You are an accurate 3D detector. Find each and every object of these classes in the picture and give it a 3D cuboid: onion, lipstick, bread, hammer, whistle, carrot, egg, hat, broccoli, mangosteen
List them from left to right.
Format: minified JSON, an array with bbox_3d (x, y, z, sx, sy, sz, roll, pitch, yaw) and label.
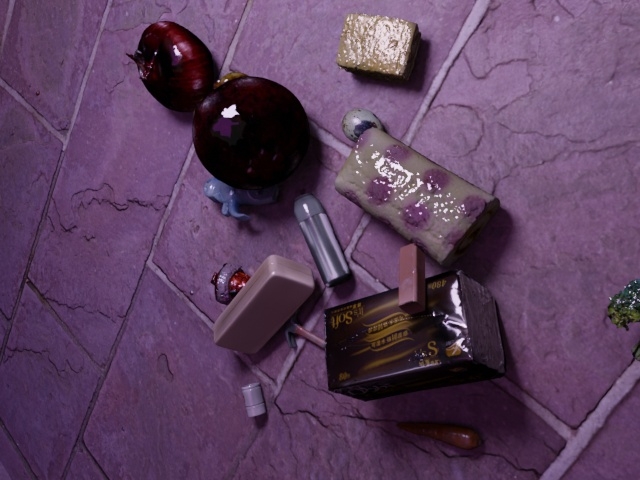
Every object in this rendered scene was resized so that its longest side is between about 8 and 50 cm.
[{"bbox_3d":[-0.458,-0.511,1.579,0.273,0.285,0.273,21,125,32],"label":"onion"},{"bbox_3d":[-0.236,-0.141,1.542,0.269,0.093,0.180,2,68,33],"label":"whistle"},{"bbox_3d":[-0.191,-0.301,1.388,0.307,0.307,0.346,-46,52,26],"label":"mangosteen"},{"bbox_3d":[-0.201,0.142,1.537,0.228,0.128,0.140,6,137,17],"label":"hat"},{"bbox_3d":[0.017,0.283,1.422,0.288,0.033,0.111,24,104,31],"label":"hammer"},{"bbox_3d":[0.104,-0.281,1.310,0.110,0.085,0.085,34,110,22],"label":"egg"},{"bbox_3d":[0.142,-0.457,1.269,0.196,0.102,0.138,19,105,29],"label":"bread"},{"bbox_3d":[0.208,-0.104,1.204,0.338,0.155,0.187,39,109,26],"label":"bread"},{"bbox_3d":[0.191,0.078,1.099,0.045,0.045,0.145,-21,45,32],"label":"lipstick"},{"bbox_3d":[0.273,0.454,1.253,0.216,0.048,0.048,-2,90,39],"label":"carrot"},{"bbox_3d":[0.622,0.155,0.947,0.220,0.194,0.194,17,102,9],"label":"broccoli"}]

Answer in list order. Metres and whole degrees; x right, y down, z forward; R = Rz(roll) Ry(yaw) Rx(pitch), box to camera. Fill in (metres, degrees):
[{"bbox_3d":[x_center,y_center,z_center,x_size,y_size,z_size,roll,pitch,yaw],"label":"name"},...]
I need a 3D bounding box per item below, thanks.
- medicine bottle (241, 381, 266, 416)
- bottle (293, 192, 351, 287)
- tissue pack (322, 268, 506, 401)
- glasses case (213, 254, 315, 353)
[{"bbox_3d":[-0.197,0.468,1.558,0.057,0.057,0.089,-20,81,33],"label":"medicine bottle"},{"bbox_3d":[0.000,0.000,1.400,0.253,0.080,0.096,67,160,12],"label":"bottle"},{"bbox_3d":[0.197,0.226,1.186,0.370,0.198,0.209,-23,58,33],"label":"tissue pack"},{"bbox_3d":[-0.160,0.184,1.452,0.336,0.144,0.076,-48,34,31],"label":"glasses case"}]
